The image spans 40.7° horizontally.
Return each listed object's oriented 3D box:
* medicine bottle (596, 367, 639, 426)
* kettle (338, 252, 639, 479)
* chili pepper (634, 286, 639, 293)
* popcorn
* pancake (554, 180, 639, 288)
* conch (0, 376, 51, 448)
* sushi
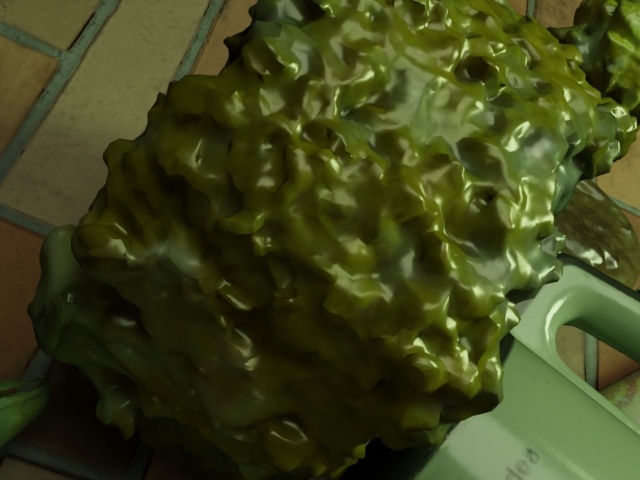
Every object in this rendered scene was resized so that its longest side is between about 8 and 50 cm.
[{"bbox_3d":[0.380,0.148,0.863,0.426,0.108,0.108,-15,64,-37],"label":"medicine bottle"},{"bbox_3d":[0.219,0.219,0.593,0.376,0.250,0.361,40,70,6],"label":"kettle"},{"bbox_3d":[0.370,0.076,0.955,0.118,0.035,0.055,6,66,-36],"label":"chili pepper"},{"bbox_3d":[0.369,-0.229,1.103,0.212,0.198,0.198,-1,52,4],"label":"popcorn"},{"bbox_3d":[0.255,-0.024,0.956,0.241,0.050,0.242,15,50,-19],"label":"pancake"},{"bbox_3d":[-0.294,0.133,0.508,0.251,0.143,0.137,-65,139,-55],"label":"conch"},{"bbox_3d":[0.000,0.000,0.581,0.240,0.396,0.351,43,55,1],"label":"sushi"}]
